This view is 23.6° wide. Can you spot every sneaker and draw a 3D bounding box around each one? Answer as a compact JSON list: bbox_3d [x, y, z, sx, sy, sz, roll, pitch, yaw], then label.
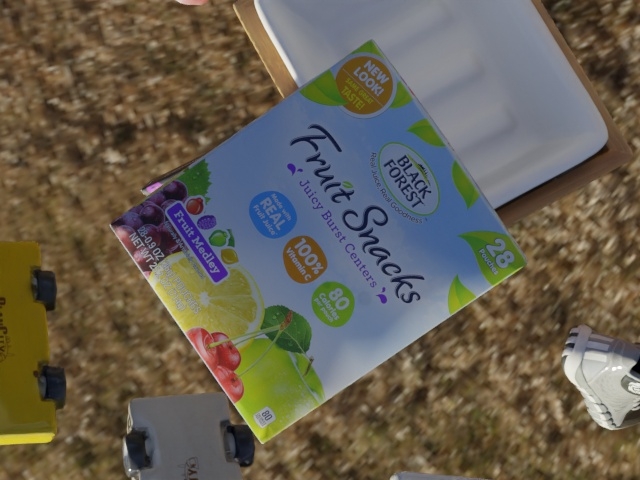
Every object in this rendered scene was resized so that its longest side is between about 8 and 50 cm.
[{"bbox_3d":[0.380,0.176,1.798,0.132,0.229,0.086,8,71,35],"label":"sneaker"}]

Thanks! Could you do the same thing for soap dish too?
[{"bbox_3d":[0.093,-0.131,1.306,0.229,0.118,0.290,-29,76,0],"label":"soap dish"}]

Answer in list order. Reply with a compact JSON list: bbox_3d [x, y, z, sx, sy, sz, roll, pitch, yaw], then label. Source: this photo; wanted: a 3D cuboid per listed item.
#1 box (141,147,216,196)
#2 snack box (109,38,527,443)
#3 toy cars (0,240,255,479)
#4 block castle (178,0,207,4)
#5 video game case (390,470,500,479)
[{"bbox_3d":[-0.134,-0.048,1.898,0.162,0.029,0.116,-22,110,39],"label":"box"},{"bbox_3d":[0.000,0.000,0.985,0.207,0.070,0.174,-36,90,5],"label":"snack box"},{"bbox_3d":[-0.181,0.156,1.209,0.394,0.176,0.087,37,143,15],"label":"toy cars"},{"bbox_3d":[-0.112,-0.508,1.967,0.213,0.453,0.303,-32,99,42],"label":"block castle"},{"bbox_3d":[0.147,0.273,1.197,0.022,0.190,0.173,137,136,-54],"label":"video game case"}]
